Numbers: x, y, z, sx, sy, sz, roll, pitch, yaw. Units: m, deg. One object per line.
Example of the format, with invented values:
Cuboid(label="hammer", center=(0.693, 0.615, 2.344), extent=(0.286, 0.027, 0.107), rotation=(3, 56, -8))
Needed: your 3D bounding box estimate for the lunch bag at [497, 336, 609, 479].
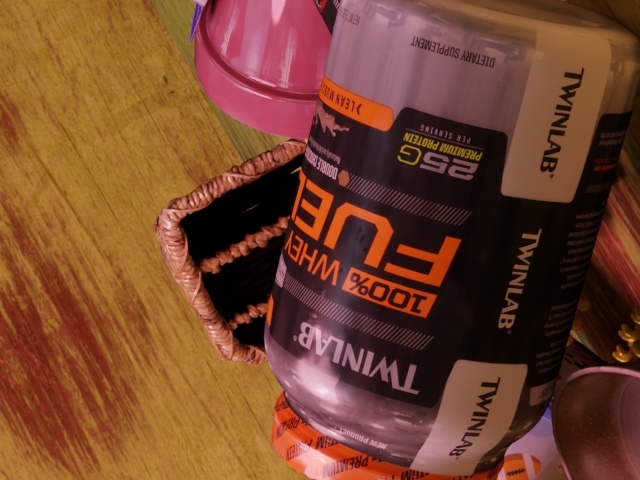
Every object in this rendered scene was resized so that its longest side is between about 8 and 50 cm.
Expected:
Cuboid(label="lunch bag", center=(0.129, 0.094, 1.539), extent=(0.303, 0.115, 0.243), rotation=(39, -161, 23))

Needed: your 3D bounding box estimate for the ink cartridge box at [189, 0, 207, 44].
Cuboid(label="ink cartridge box", center=(-0.093, -0.321, 1.636), extent=(0.206, 0.045, 0.208), rotation=(-84, 17, -45))

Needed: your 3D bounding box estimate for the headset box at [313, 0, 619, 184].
Cuboid(label="headset box", center=(0.115, -0.115, 1.437), extent=(0.293, 0.110, 0.218), rotation=(63, 172, 1))

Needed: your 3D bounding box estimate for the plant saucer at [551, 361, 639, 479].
Cuboid(label="plant saucer", center=(0.280, 0.190, 1.152), extent=(0.310, 0.050, 0.310), rotation=(43, 159, 21))

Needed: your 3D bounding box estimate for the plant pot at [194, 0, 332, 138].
Cuboid(label="plant pot", center=(-0.014, -0.225, 1.657), extent=(0.201, 0.201, 0.180), rotation=(57, 154, 32))

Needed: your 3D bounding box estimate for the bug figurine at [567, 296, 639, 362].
Cuboid(label="bug figurine", center=(0.176, 0.132, 1.337), extent=(0.279, 0.216, 0.072), rotation=(26, -162, 19))

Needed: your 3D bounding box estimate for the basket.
Cuboid(label="basket", center=(0.000, 0.000, 1.813), extent=(0.213, 0.299, 0.223), rotation=(63, 171, -1))

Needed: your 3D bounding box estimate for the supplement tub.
Cuboid(label="supplement tub", center=(0.081, -0.002, 1.208), extent=(0.207, 0.207, 0.338), rotation=(-136, 56, -64))
